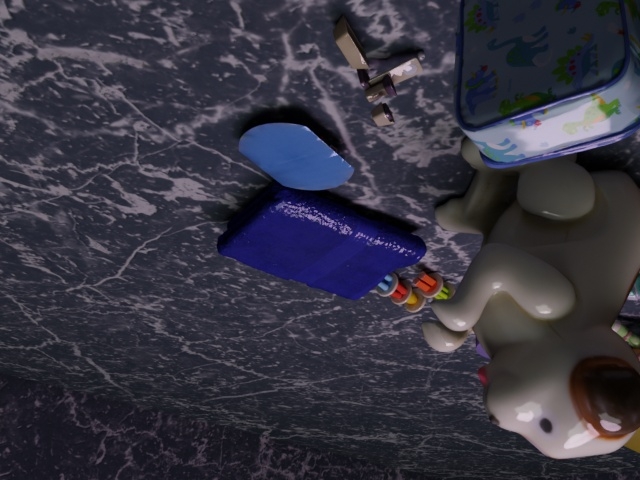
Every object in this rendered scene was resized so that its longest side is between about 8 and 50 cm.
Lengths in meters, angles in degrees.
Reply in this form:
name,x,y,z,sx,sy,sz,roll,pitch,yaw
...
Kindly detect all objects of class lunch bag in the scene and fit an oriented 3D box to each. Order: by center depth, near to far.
name,x,y,z,sx,sy,sz,roll,pitch,yaw
lunch bag,0.215,-0.182,0.715,0.176,0.219,0.090,-15,142,33

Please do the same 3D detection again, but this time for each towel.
name,x,y,z,sx,sy,sz,roll,pitch,yaw
towel,0.000,0.000,1.296,0.308,0.076,0.228,20,143,-29

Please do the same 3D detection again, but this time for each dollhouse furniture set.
name,x,y,z,sx,sy,sz,roll,pitch,yaw
dollhouse furniture set,0.074,-0.207,0.856,0.081,0.091,0.114,-23,143,17

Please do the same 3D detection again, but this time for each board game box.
name,x,y,z,sx,sy,sz,roll,pitch,yaw
board game box,-0.034,-0.130,1.073,0.133,0.033,0.169,-11,145,39

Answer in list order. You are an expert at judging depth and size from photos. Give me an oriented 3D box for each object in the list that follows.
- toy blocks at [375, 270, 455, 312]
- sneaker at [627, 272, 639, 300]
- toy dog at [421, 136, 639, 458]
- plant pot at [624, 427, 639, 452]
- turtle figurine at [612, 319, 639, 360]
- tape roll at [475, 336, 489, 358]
name,x,y,z,sx,sy,sz,roll,pitch,yaw
toy blocks,0.176,0.088,1.459,0.123,0.054,0.148,-16,147,37
sneaker,0.523,0.065,1.258,0.224,0.083,0.098,-3,176,19
toy dog,0.333,0.103,1.063,0.395,0.408,0.284,9,154,-9
plant pot,0.761,0.382,1.824,0.187,0.212,0.212,15,154,1
turtle figurine,0.601,0.272,1.610,0.275,0.198,0.266,-27,171,-15
tape roll,0.433,0.201,1.624,0.189,0.080,0.189,4,154,2
